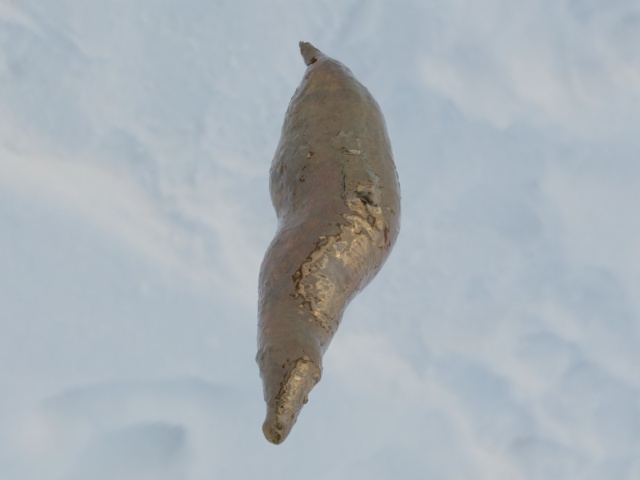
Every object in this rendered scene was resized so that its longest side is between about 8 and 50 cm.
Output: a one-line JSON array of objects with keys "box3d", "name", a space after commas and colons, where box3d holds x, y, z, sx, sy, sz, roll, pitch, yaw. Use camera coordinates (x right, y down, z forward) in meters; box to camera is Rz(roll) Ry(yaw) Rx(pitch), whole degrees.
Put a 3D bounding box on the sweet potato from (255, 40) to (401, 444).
[{"box3d": [0.005, 0.001, 0.746, 0.068, 0.226, 0.068, 4, 145, 3], "name": "sweet potato"}]
